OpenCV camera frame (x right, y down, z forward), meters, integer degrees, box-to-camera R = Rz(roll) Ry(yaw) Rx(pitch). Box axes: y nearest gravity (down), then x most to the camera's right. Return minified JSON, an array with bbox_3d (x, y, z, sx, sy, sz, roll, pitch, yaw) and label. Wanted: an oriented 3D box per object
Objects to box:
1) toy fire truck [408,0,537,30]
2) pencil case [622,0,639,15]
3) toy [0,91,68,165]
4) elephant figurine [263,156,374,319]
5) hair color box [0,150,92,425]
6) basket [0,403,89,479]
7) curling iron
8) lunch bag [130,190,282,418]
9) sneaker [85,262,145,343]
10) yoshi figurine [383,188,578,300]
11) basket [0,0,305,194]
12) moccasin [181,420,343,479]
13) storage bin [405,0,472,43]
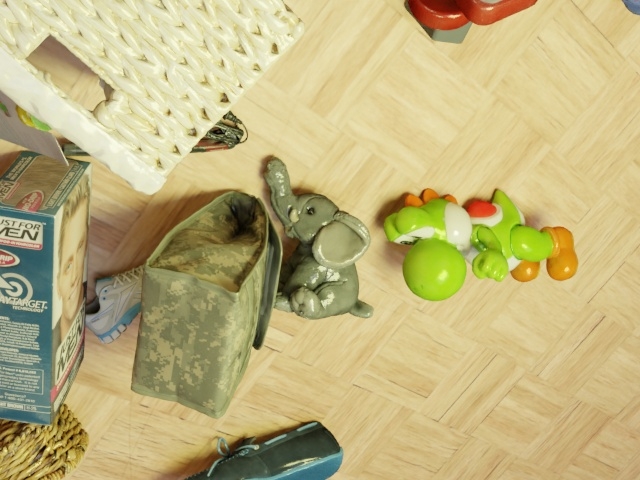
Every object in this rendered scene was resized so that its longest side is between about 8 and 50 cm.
[{"bbox_3d":[0.210,-0.435,1.138,0.254,0.302,0.169,-26,160,-10],"label":"toy fire truck"},{"bbox_3d":[0.470,-0.479,1.339,0.306,0.133,0.119,32,70,-39],"label":"pencil case"},{"bbox_3d":[-0.386,-0.180,1.054,0.056,0.237,0.137,-42,134,-26],"label":"toy"},{"bbox_3d":[0.000,0.000,1.413,0.186,0.169,0.239,-4,110,-59],"label":"elephant figurine"},{"bbox_3d":[-0.399,0.070,1.218,0.105,0.174,0.347,9,119,-3],"label":"hair color box"},{"bbox_3d":[-0.519,0.367,1.341,0.299,0.213,0.223,-26,128,-9],"label":"basket"},{"bbox_3d":[-0.237,-0.149,1.259,0.274,0.035,0.068,-10,120,-22],"label":"curling iron"},{"bbox_3d":[-0.156,0.082,1.309,0.169,0.287,0.235,16,121,5],"label":"lunch bag"},{"bbox_3d":[-0.306,0.075,1.353,0.191,0.071,0.083,-46,120,4],"label":"sneaker"},{"bbox_3d":[0.274,0.037,1.544,0.362,0.203,0.203,8,123,-28],"label":"yoshi figurine"},{"bbox_3d":[-0.241,-0.295,0.958,0.266,0.331,0.328,-42,130,8],"label":"basket"},{"bbox_3d":[-0.126,0.439,1.657,0.342,0.117,0.138,-8,136,-28],"label":"moccasin"},{"bbox_3d":[0.176,-0.356,1.275,0.098,0.135,0.091,0,130,-27],"label":"storage bin"}]
